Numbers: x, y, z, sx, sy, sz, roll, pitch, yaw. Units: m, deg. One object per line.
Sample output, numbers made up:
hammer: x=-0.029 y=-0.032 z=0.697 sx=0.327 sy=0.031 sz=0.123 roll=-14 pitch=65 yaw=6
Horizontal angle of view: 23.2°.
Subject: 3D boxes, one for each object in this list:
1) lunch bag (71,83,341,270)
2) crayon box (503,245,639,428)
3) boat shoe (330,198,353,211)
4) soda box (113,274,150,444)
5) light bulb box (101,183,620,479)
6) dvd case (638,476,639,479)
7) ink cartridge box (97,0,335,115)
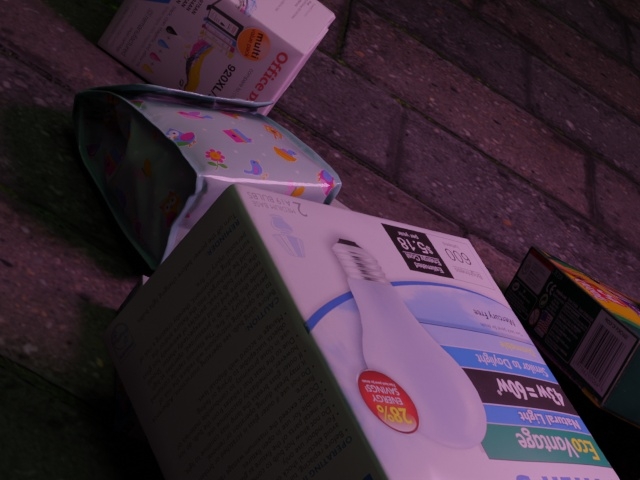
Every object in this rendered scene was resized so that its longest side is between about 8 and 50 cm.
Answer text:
lunch bag: x=-0.142 y=-0.090 z=1.795 sx=0.223 sy=0.160 sz=0.262 roll=3 pitch=34 yaw=-41
crayon box: x=0.435 y=0.163 z=2.006 sx=0.313 sy=0.106 sz=0.363 roll=25 pitch=10 yaw=-20
boat shoe: x=0.000 y=0.000 z=1.901 sx=0.254 sy=0.079 sz=0.095 roll=41 pitch=32 yaw=10
soda box: x=-0.167 y=0.120 z=1.571 sx=0.063 sy=0.058 sz=0.183 roll=24 pitch=32 yaw=-24
light bulb box: x=0.045 y=0.174 z=1.465 sx=0.358 sy=0.225 sz=0.361 roll=11 pitch=39 yaw=-46
dvd case: x=0.416 y=0.367 z=1.789 sx=0.179 sy=0.029 sz=0.239 roll=26 pitch=42 yaw=19
ink cartridge box: x=-0.132 y=-0.276 z=2.042 sx=0.233 sy=0.171 sz=0.168 roll=36 pitch=30 yaw=-4
